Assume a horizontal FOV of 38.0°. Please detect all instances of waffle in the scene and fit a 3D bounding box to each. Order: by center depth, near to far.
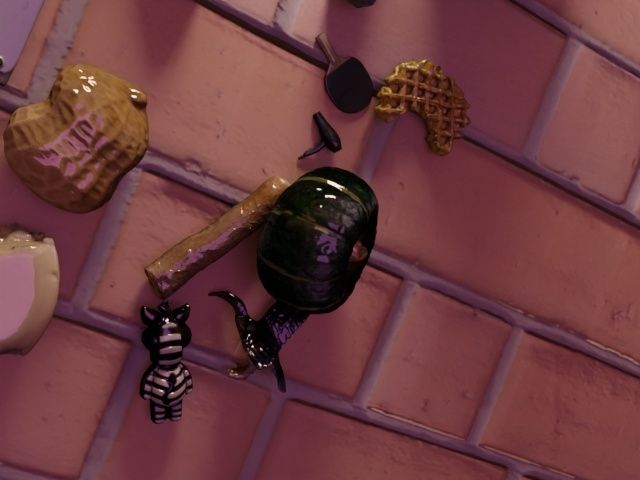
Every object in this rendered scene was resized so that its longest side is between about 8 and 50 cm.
[{"bbox_3d":[0.189,-0.243,1.705,0.194,0.051,0.149,41,82,-28],"label":"waffle"}]

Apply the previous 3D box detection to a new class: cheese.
[{"bbox_3d":[-0.533,0.067,1.404,0.266,0.127,0.233,1,94,-26],"label":"cheese"}]

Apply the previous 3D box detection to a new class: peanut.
[{"bbox_3d":[-0.370,-0.163,1.448,0.233,0.110,0.197,-48,112,-8],"label":"peanut"}]

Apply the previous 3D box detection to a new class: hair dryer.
[{"bbox_3d":[-0.011,-0.177,1.646,0.083,0.031,0.079,-34,99,-7],"label":"hair dryer"}]

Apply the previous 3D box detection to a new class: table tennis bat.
[{"bbox_3d":[0.038,-0.299,1.653,0.087,0.013,0.156,-37,111,-13],"label":"table tennis bat"}]

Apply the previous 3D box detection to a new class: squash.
[{"bbox_3d":[0.000,0.000,1.561,0.165,0.252,0.252,26,86,19],"label":"squash"}]

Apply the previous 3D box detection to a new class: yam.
[{"bbox_3d":[-0.166,-0.010,1.581,0.300,0.066,0.066,-36,110,-14],"label":"yam"}]

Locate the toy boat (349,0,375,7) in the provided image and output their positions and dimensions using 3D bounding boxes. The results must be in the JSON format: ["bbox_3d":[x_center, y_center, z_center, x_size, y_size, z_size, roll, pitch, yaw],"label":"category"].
[{"bbox_3d":[0.098,-0.541,1.582,0.078,0.127,0.282,17,93,-18],"label":"toy boat"}]

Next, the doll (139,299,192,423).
[{"bbox_3d":[-0.261,0.203,1.571,0.091,0.067,0.219,-4,105,-26],"label":"doll"}]

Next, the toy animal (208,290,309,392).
[{"bbox_3d":[-0.118,0.168,1.598,0.197,0.272,0.160,19,110,12],"label":"toy animal"}]

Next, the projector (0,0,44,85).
[{"bbox_3d":[-0.506,-0.380,1.358,0.198,0.108,0.250,25,88,-23],"label":"projector"}]
